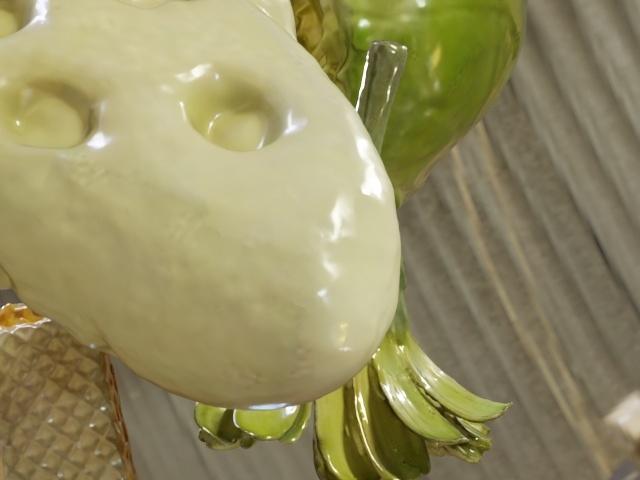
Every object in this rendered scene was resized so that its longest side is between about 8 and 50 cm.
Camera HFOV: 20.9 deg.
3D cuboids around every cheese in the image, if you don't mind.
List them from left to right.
[{"bbox_3d":[-0.149,-0.046,0.893,0.351,0.328,0.130,-112,-154,-42],"label":"cheese"}]

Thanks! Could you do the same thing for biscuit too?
[{"bbox_3d":[-0.164,0.220,1.229,0.054,0.094,0.379,64,13,-80],"label":"biscuit"}]

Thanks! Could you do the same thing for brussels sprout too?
[{"bbox_3d":[0.041,-0.193,1.571,0.268,0.344,0.344,30,-45,7],"label":"brussels sprout"}]

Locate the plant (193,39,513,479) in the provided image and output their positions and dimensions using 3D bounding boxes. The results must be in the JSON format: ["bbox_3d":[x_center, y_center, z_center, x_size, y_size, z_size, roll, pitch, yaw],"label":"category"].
[{"bbox_3d":[-0.009,0.028,1.227,0.261,0.305,0.297,110,-4,-75],"label":"plant"}]
